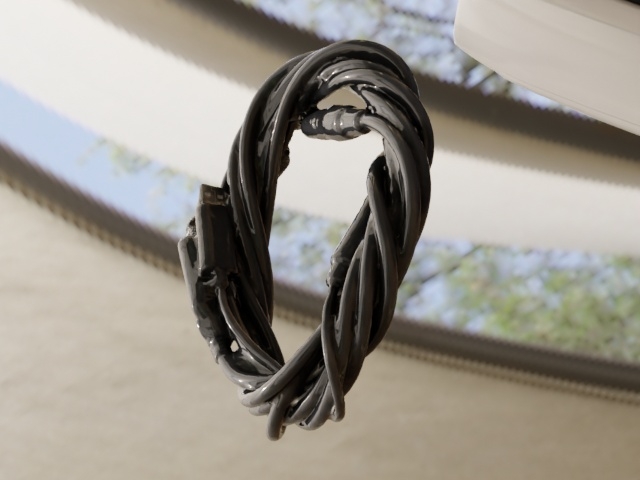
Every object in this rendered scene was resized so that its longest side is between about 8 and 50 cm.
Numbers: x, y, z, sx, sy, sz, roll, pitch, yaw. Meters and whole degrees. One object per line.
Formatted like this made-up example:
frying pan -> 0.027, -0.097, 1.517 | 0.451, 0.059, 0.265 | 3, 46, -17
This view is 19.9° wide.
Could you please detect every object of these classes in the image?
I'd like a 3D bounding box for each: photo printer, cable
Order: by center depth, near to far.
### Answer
photo printer -> 0.190, -0.096, 0.786 | 0.256, 0.107, 0.307 | 20, -167, 8
cable -> 0.000, 0.000, 0.792 | 0.047, 0.150, 0.184 | 27, -150, -32
